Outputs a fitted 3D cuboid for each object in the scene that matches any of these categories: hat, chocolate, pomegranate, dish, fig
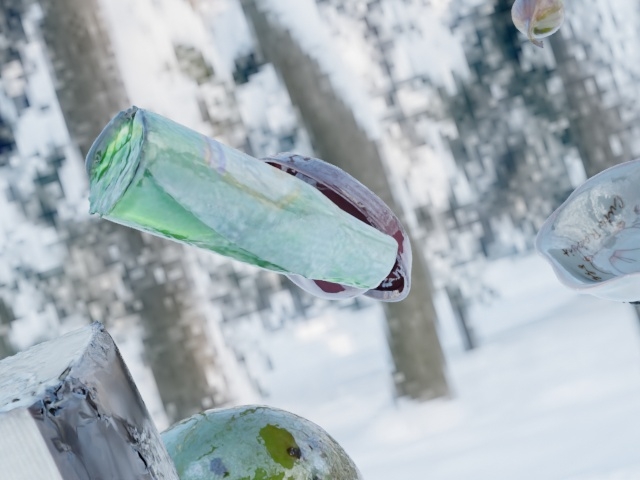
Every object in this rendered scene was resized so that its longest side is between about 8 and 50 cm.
[{"bbox_3d":[0.000,0.000,1.929,0.089,0.205,0.205,-50,13,-20],"label":"hat"},{"bbox_3d":[-0.060,-0.024,1.720,0.291,0.110,0.110,21,-21,-30],"label":"chocolate"},{"bbox_3d":[-0.096,0.323,1.976,0.291,0.290,0.323,-18,26,25],"label":"pomegranate"},{"bbox_3d":[0.333,0.003,1.948,0.229,0.081,0.229,-21,28,12],"label":"dish"},{"bbox_3d":[0.204,-0.206,1.823,0.050,0.050,0.083,-18,28,21],"label":"fig"}]

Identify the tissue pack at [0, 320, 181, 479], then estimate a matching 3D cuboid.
[{"bbox_3d":[-0.132,0.240,0.991,0.198,0.370,0.210,-20,6,8],"label":"tissue pack"}]
